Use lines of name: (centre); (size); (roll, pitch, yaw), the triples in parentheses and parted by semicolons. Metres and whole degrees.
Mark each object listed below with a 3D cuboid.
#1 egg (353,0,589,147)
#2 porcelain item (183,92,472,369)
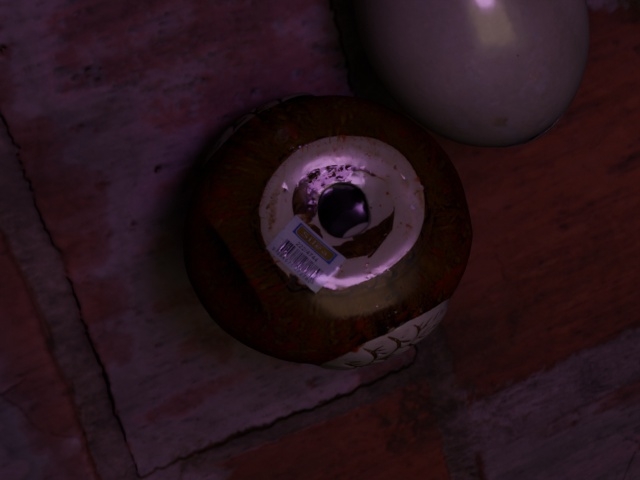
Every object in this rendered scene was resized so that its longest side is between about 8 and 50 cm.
egg: (0.126, -0.184, 1.360); (0.186, 0.186, 0.253); (-37, 127, -3)
porcelain item: (0.000, 0.000, 1.418); (0.253, 0.253, 0.253); (-11, 121, -20)
